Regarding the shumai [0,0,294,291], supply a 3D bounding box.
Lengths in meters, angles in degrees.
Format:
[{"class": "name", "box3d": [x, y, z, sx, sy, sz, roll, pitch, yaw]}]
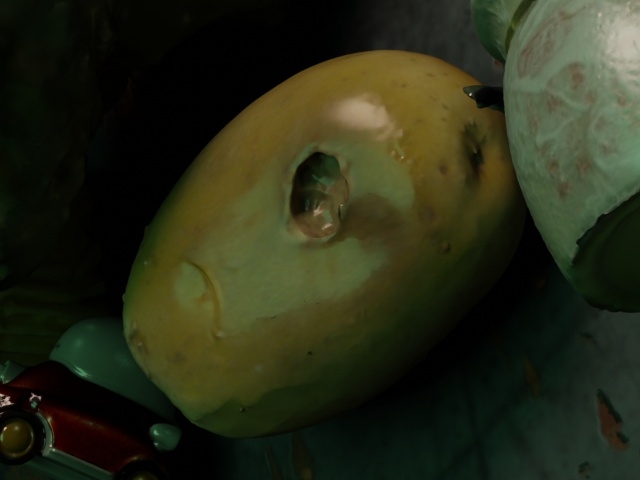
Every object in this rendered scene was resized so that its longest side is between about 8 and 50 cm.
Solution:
[{"class": "shumai", "box3d": [-0.180, -0.192, 0.813, 0.397, 0.323, 0.324, 53, 148, 12]}]

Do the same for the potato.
[{"class": "potato", "box3d": [0.000, 0.000, 0.728, 0.234, 0.146, 0.150, -37, 98, 20]}]

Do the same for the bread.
[{"class": "bread", "box3d": [-0.244, 0.030, 0.984, 0.250, 0.133, 0.179, -16, 71, 45]}]

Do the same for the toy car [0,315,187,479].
[{"class": "toy car", "box3d": [-0.135, 0.098, 0.864, 0.112, 0.139, 0.112, -17, 48, 66]}]

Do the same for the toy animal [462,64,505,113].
[{"class": "toy animal", "box3d": [0.075, -0.163, 0.725, 0.070, 0.079, 0.253, 134, 134, -58]}]

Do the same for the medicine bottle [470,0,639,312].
[{"class": "medicine bottle", "box3d": [0.144, -0.063, 0.579, 0.147, 0.147, 0.143, -38, 52, 35]}]
